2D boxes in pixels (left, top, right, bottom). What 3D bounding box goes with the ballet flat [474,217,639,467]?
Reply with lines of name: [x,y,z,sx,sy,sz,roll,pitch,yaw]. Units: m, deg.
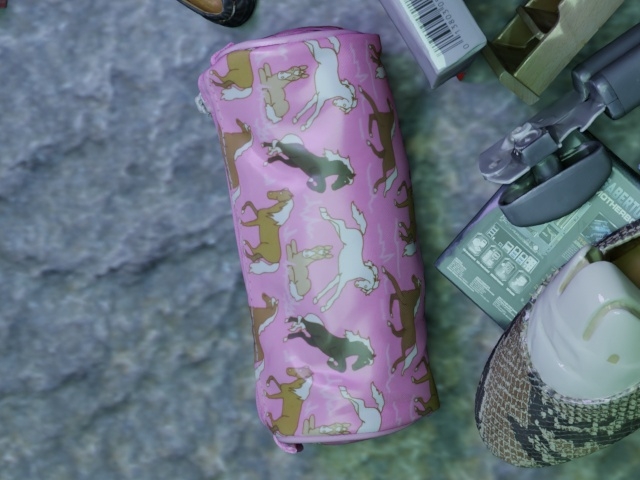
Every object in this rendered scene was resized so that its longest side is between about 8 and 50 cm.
ballet flat: [0.314,0.025,1.562,0.482,0.182,0.164,-30,64,13]

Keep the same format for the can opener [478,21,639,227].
can opener: [0.265,-0.119,1.648,0.283,0.076,0.095,-34,113,-2]

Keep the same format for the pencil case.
pencil case: [0.000,0.000,1.718,0.167,0.160,0.386,-6,96,45]

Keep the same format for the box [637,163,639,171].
box: [0.381,-0.042,1.669,0.179,0.043,0.105,42,102,5]

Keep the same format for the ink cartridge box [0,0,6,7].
ink cartridge box: [-0.357,-0.330,1.819,0.115,0.067,0.198,11,101,13]

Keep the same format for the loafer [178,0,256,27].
loafer: [-0.139,-0.262,1.771,0.170,0.061,0.062,33,105,10]

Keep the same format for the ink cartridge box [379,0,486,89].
ink cartridge box: [0.065,-0.218,1.630,0.066,0.232,0.189,-31,88,-7]

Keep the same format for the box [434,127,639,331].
box: [0.248,0.030,1.703,0.232,0.059,0.183,42,103,7]

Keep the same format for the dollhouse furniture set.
dollhouse furniture set: [0.138,-0.262,1.626,0.242,0.212,0.161,36,104,-20]
